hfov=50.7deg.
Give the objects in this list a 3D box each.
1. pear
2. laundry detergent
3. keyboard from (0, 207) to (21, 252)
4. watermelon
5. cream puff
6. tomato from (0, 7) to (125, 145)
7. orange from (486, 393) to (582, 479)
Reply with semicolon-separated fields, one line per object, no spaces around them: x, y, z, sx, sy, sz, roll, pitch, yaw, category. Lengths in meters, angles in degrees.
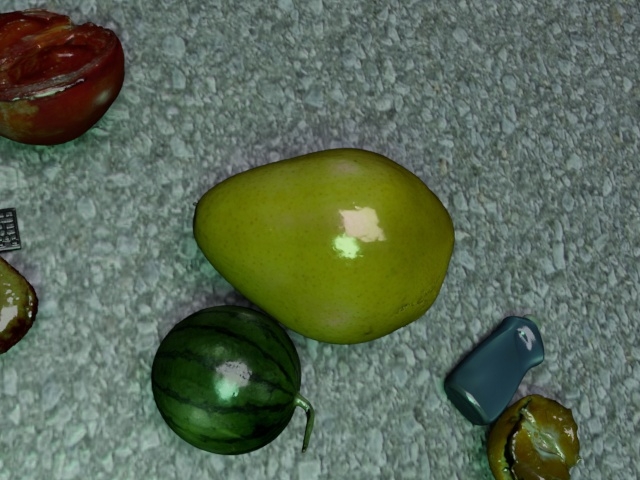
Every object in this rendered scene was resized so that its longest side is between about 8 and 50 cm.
0.009;-0.008;0.905;0.336;0.285;0.285;32;66;-22;pear
0.287;0.191;1.066;0.096;0.061;0.206;45;65;7;laundry detergent
-0.500;-0.001;0.880;0.198;0.010;0.064;-10;76;-21;keyboard
-0.105;0.178;0.860;0.214;0.188;0.188;9;70;10;watermelon
-0.430;0.083;0.839;0.149;0.084;0.149;6;69;-16;cream puff
-0.376;-0.207;0.915;0.233;0.139;0.200;29;54;29;tomato
0.313;0.314;1.011;0.170;0.112;0.160;25;54;-36;orange
